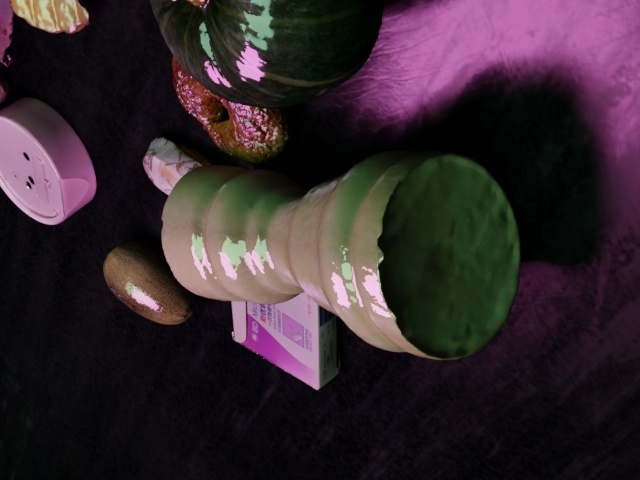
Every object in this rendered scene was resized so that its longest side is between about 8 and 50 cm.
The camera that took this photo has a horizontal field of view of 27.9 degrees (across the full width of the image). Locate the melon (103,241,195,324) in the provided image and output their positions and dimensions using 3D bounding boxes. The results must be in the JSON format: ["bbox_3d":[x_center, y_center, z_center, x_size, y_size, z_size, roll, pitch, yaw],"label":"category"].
[{"bbox_3d":[-0.262,0.068,1.977,0.162,0.099,0.099,39,144,10],"label":"melon"}]

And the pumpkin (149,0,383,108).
[{"bbox_3d":[-0.058,-0.287,1.329,0.300,0.207,0.300,39,143,38],"label":"pumpkin"}]

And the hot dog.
[{"bbox_3d":[-0.172,-0.078,1.779,0.192,0.053,0.099,33,141,28],"label":"hot dog"}]

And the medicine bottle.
[{"bbox_3d":[-0.051,0.096,1.809,0.171,0.052,0.201,28,138,29],"label":"medicine bottle"}]

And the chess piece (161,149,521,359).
[{"bbox_3d":[0.000,0.000,1.525,0.442,0.234,0.234,7,127,48],"label":"chess piece"}]

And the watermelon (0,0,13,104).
[{"bbox_3d":[-0.582,-0.266,1.937,0.175,0.188,0.322,32,138,12],"label":"watermelon"}]

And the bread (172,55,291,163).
[{"bbox_3d":[-0.115,-0.176,1.615,0.193,0.064,0.193,32,145,26],"label":"bread"}]

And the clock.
[{"bbox_3d":[-0.444,-0.124,2.024,0.197,0.068,0.197,29,141,27],"label":"clock"}]

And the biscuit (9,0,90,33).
[{"bbox_3d":[-0.379,-0.359,1.733,0.118,0.061,0.183,-22,105,32],"label":"biscuit"}]
